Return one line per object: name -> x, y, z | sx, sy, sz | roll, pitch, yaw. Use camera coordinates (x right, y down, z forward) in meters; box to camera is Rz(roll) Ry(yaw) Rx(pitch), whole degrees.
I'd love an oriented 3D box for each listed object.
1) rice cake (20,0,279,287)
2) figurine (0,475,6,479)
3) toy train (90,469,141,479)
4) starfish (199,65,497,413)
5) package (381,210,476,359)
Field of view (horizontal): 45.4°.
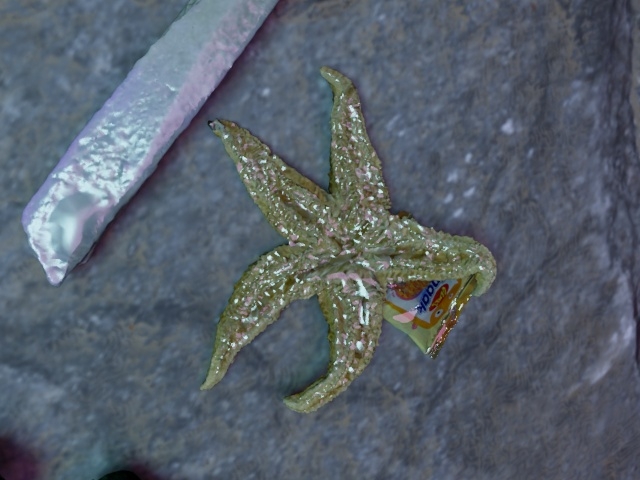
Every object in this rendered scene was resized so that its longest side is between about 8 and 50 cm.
rice cake -> -0.123, -0.141, 0.652 | 0.070, 0.064, 0.399 | 37, 84, -11
figurine -> -0.395, 0.280, 0.521 | 0.365, 0.218, 0.206 | -53, 154, -14
toy train -> -0.128, 0.336, 0.612 | 0.330, 0.138, 0.178 | 36, 76, 15
starfish -> 0.000, -0.001, 0.718 | 0.299, 0.060, 0.303 | -18, 94, 0
package -> 0.099, 0.046, 0.774 | 0.120, 0.031, 0.108 | 35, 85, -21
